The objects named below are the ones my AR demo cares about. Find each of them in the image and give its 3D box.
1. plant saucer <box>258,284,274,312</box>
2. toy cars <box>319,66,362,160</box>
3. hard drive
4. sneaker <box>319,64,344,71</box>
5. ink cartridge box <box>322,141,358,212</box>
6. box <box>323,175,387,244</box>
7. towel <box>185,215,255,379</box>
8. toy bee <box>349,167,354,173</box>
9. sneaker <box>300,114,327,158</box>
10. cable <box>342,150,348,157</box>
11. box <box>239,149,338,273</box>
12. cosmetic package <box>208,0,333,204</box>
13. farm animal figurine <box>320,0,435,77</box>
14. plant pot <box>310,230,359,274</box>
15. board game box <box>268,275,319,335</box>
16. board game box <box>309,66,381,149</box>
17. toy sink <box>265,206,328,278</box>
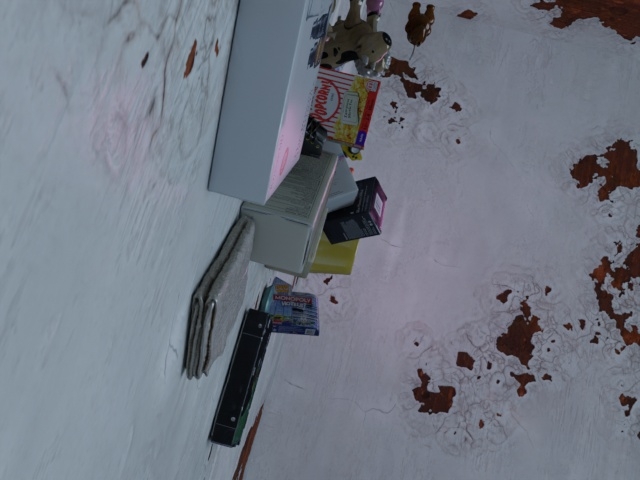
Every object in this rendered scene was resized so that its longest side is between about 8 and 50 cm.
[{"bbox_3d":[-0.164,0.187,2.087,0.119,0.021,0.120,14,90,-88],"label":"plant saucer"},{"bbox_3d":[0.039,-0.334,1.902,0.394,0.087,0.177,61,8,-75],"label":"toy cars"},{"bbox_3d":[-0.200,0.360,1.818,0.237,0.064,0.339,93,11,-76],"label":"hard drive"},{"bbox_3d":[0.025,-0.493,1.934,0.211,0.080,0.081,-47,160,-64],"label":"sneaker"},{"bbox_3d":[0.009,-0.176,1.887,0.128,0.127,0.176,95,-25,-76],"label":"ink cartridge box"},{"bbox_3d":[0.094,-0.085,1.995,0.093,0.158,0.156,58,31,-36],"label":"box"},{"bbox_3d":[-0.169,0.097,1.228,0.282,0.049,0.187,-72,176,-58],"label":"towel"},{"bbox_3d":[0.026,-0.220,2.417,0.195,0.162,0.298,-70,174,-50],"label":"toy bee"},{"bbox_3d":[-0.041,-0.237,1.349,0.222,0.118,0.083,97,8,-70],"label":"sneaker"},{"bbox_3d":[0.041,-0.374,2.308,0.072,0.139,0.287,-33,156,-10],"label":"cable"},{"bbox_3d":[-0.064,-0.080,1.454,0.311,0.147,0.121,-69,174,-56],"label":"box"},{"bbox_3d":[-0.060,-0.275,1.054,0.284,0.097,0.378,-62,166,-68],"label":"cosmetic package"},{"bbox_3d":[0.072,-0.464,1.549,0.326,0.330,0.172,-14,-119,61],"label":"farm animal figurine"},{"bbox_3d":[0.000,0.000,2.203,0.254,0.238,0.254,14,90,-87],"label":"plant pot"},{"bbox_3d":[-0.098,0.206,2.237,0.194,0.194,0.060,-93,-168,-46],"label":"board game box"},{"bbox_3d":[0.019,-0.290,1.506,0.045,0.193,0.147,61,43,-85],"label":"board game box"},{"bbox_3d":[-0.071,-0.006,1.845,0.234,0.131,0.153,114,-9,-76],"label":"toy sink"}]
